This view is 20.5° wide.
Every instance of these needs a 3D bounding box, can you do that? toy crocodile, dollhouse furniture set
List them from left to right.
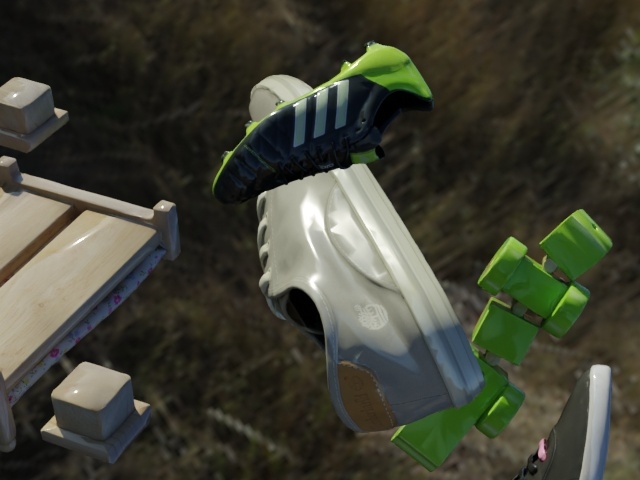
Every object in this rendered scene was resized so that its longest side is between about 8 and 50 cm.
[{"bbox_3d":[-0.195,0.043,1.184,0.303,0.356,0.173,-47,144,-43],"label":"dollhouse furniture set"},{"bbox_3d":[0.202,0.109,1.982,0.115,0.340,0.105,34,6,2],"label":"toy crocodile"}]

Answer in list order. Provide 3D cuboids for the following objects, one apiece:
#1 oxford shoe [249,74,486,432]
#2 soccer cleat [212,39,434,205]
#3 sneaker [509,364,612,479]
[{"bbox_3d":[0.000,0.000,1.507,0.169,0.130,0.449,62,0,-40],"label":"oxford shoe"},{"bbox_3d":[0.002,-0.075,1.296,0.072,0.179,0.060,50,-9,23],"label":"soccer cleat"},{"bbox_3d":[0.160,0.236,1.532,0.147,0.295,0.104,16,8,10],"label":"sneaker"}]
